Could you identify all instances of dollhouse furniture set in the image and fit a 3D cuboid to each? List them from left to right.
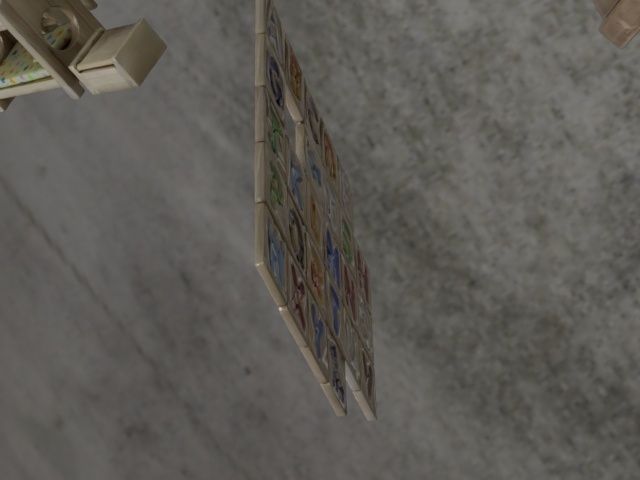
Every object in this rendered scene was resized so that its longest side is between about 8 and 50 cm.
[{"bbox_3d":[-0.182,-0.196,1.109,0.181,0.161,0.101,-3,138,45],"label":"dollhouse furniture set"}]

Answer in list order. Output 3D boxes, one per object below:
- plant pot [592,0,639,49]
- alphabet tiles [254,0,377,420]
[{"bbox_3d":[0.309,-0.297,1.345,0.109,0.237,0.237,39,148,4],"label":"plant pot"},{"bbox_3d":[0.000,0.000,0.878,0.237,0.009,0.198,64,-161,-51],"label":"alphabet tiles"}]
